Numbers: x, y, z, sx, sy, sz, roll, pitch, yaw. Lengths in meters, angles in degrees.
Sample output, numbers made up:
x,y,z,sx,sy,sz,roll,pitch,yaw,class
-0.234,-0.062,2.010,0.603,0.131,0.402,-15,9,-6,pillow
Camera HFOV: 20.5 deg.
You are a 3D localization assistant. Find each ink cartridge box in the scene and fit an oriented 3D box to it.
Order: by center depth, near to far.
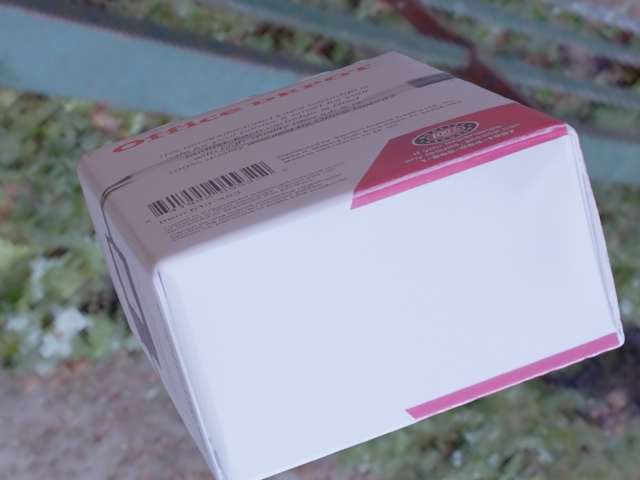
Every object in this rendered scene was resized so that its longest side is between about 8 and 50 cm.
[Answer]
x,y,z,sx,sy,sz,roll,pitch,yaw,class
0.000,0.000,0.771,0.172,0.237,0.100,-19,107,-10,ink cartridge box
